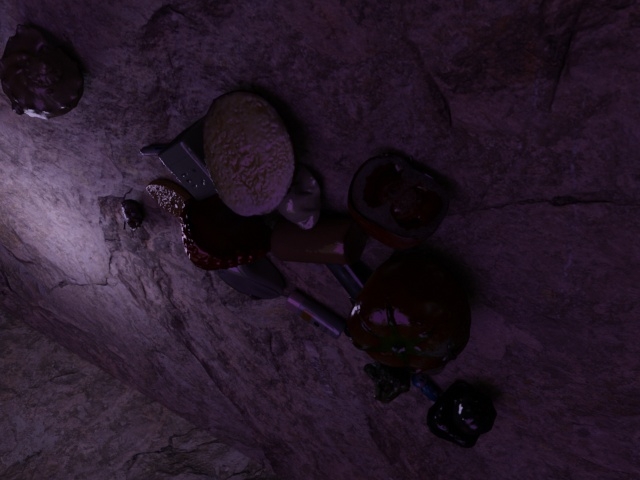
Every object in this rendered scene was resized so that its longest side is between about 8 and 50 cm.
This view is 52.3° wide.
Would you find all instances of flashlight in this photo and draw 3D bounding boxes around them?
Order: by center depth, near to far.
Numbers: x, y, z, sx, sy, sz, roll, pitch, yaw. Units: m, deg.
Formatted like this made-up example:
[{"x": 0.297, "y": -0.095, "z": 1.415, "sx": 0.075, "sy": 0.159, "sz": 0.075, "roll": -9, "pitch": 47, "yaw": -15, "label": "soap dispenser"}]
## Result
[{"x": 0.328, "y": 0.453, "z": 2.002, "sx": 0.051, "sy": 0.051, "sz": 0.129, "roll": -10, "pitch": 130, "yaw": 47, "label": "flashlight"}]

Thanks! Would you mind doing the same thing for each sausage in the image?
[{"x": 0.000, "y": 0.000, "z": 1.683, "sx": 0.252, "sy": 0.123, "sz": 0.123, "roll": 3, "pitch": 133, "yaw": 40, "label": "sausage"}]

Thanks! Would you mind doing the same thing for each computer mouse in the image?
[{"x": -0.242, "y": 0.091, "z": 2.009, "sx": 0.184, "sy": 0.121, "sz": 0.297, "roll": -5, "pitch": 127, "yaw": 42, "label": "computer mouse"}]

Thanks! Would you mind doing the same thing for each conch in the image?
[{"x": -0.803, "y": -0.454, "z": 1.820, "sx": 0.324, "sy": 0.186, "sz": 0.263, "roll": -20, "pitch": 99, "yaw": 49, "label": "conch"}]

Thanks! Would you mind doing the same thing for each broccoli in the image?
[{"x": 0.210, "y": 0.430, "z": 2.007, "sx": 0.145, "sy": 0.138, "sz": 0.162, "roll": 17, "pitch": 171, "yaw": 40, "label": "broccoli"}]

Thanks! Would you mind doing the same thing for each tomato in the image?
[{"x": 0.164, "y": -0.075, "z": 1.441, "sx": 0.214, "sy": 0.181, "sz": 0.155, "roll": 38, "pitch": 164, "yaw": 11, "label": "tomato"}, {"x": 0.217, "y": 0.169, "z": 1.594, "sx": 0.303, "sy": 0.239, "sz": 0.304, "roll": 13, "pitch": 142, "yaw": 11, "label": "tomato"}]

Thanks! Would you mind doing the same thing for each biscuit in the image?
[{"x": -0.444, "y": -0.121, "z": 2.012, "sx": 0.220, "sy": 0.029, "sz": 0.142, "roll": 31, "pitch": 146, "yaw": 9, "label": "biscuit"}]

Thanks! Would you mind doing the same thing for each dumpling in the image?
[{"x": -0.055, "y": -0.121, "z": 1.626, "sx": 0.134, "sy": 0.099, "sz": 0.169, "roll": -44, "pitch": 60, "yaw": 30, "label": "dumpling"}]

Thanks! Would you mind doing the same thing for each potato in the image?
[{"x": -0.151, "y": -0.213, "z": 1.560, "sx": 0.239, "sy": 0.116, "sz": 0.299, "roll": -8, "pitch": 104, "yaw": 28, "label": "potato"}]

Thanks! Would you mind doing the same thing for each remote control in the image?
[{"x": 0.140, "y": 0.176, "z": 1.795, "sx": 0.378, "sy": 0.044, "sz": 0.107, "roll": 52, "pitch": 157, "yaw": -9, "label": "remote control"}]

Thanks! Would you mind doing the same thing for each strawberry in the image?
[{"x": -0.273, "y": 0.001, "z": 1.749, "sx": 0.265, "sy": 0.336, "sz": 0.149, "roll": 32, "pitch": 113, "yaw": 0, "label": "strawberry"}]

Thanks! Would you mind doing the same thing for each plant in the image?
[{"x": 0.404, "y": 0.508, "z": 1.896, "sx": 0.142, "sy": 0.164, "sz": 0.256, "roll": 40, "pitch": 148, "yaw": -3, "label": "plant"}]

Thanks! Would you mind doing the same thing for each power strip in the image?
[{"x": -0.280, "y": -0.193, "z": 1.689, "sx": 0.140, "sy": 0.139, "sz": 0.224, "roll": -17, "pitch": 120, "yaw": 48, "label": "power strip"}]

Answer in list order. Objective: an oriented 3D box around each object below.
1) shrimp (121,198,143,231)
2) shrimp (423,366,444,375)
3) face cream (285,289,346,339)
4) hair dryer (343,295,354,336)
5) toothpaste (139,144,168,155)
[{"x": -0.634, "y": -0.079, "z": 2.196, "sx": 0.073, "sy": 0.075, "sz": 0.190, "roll": 3, "pitch": 155, "yaw": -7, "label": "shrimp"}, {"x": 0.300, "y": 0.300, "z": 1.838, "sx": 0.145, "sy": 0.059, "sz": 0.254, "roll": 36, "pitch": 152, "yaw": 19, "label": "shrimp"}, {"x": -0.017, "y": 0.232, "z": 2.029, "sx": 0.198, "sy": 0.057, "sz": 0.084, "roll": 30, "pitch": 144, "yaw": 8, "label": "face cream"}, {"x": 0.104, "y": 0.209, "z": 1.913, "sx": 0.173, "sy": 0.050, "sz": 0.195, "roll": -12, "pitch": 119, "yaw": 47, "label": "hair dryer"}, {"x": -0.460, "y": -0.258, "z": 1.867, "sx": 0.169, "sy": 0.028, "sz": 0.045, "roll": 4, "pitch": 127, "yaw": 35, "label": "toothpaste"}]
